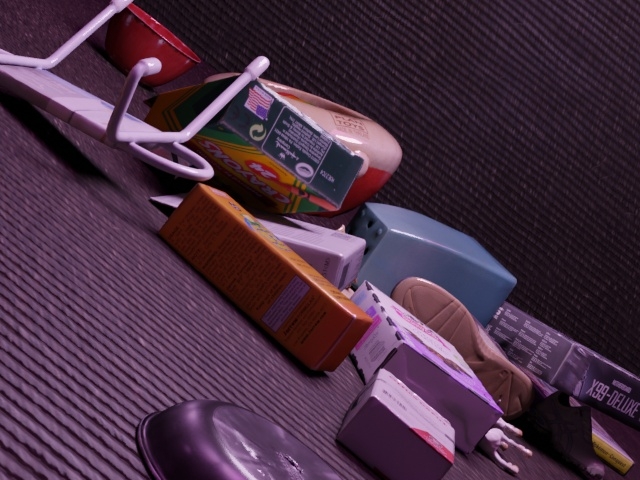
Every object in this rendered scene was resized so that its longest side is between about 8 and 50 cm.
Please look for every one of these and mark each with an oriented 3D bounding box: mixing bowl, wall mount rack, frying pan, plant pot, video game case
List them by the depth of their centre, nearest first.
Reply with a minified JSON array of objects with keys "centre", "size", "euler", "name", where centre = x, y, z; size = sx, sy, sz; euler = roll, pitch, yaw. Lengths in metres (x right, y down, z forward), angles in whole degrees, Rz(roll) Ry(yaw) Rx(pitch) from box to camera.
[{"centre":[0.017,0.208,0.878],"size":[0.326,0.053,0.197],"euler":[35,9,-9],"name":"frying pan"},{"centre":[-0.228,-0.197,1.457],"size":[0.350,0.130,0.304],"euler":[29,14,16],"name":"wall mount rack"},{"centre":[0.143,0.047,2.010],"size":[0.234,0.165,0.166],"euler":[28,12,-30],"name":"plant pot"},{"centre":[-0.310,-0.334,2.271],"size":[0.181,0.098,0.181],"euler":[38,8,-7],"name":"mixing bowl"},{"centre":[0.429,0.297,2.377],"size":[0.248,0.035,0.275],"euler":[35,9,-26],"name":"video game case"}]

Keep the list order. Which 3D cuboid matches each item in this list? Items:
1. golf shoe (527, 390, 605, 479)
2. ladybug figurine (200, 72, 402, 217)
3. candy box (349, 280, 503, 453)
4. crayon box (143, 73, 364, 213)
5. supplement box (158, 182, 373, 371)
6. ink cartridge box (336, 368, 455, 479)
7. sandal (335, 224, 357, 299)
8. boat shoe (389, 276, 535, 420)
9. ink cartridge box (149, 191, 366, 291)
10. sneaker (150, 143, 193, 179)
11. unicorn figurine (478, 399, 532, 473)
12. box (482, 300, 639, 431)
[{"centre":[0.401,0.300,2.035],"size":[0.069,0.086,0.176],"euler":[34,10,-42],"name":"golf shoe"},{"centre":[-0.045,-0.146,2.022],"size":[0.305,0.162,0.449],"euler":[14,10,-25],"name":"ladybug figurine"},{"centre":[0.114,0.150,1.570],"size":[0.165,0.070,0.196],"euler":[36,9,-21],"name":"candy box"},{"centre":[-0.112,-0.119,1.721],"size":[0.202,0.081,0.318],"euler":[35,-17,-25],"name":"crayon box"},{"centre":[-0.059,0.038,1.371],"size":[0.233,0.080,0.078],"euler":[38,6,17],"name":"supplement box"},{"centre":[0.074,0.184,1.233],"size":[0.099,0.056,0.135],"euler":[40,8,2],"name":"ink cartridge box"},{"centre":[-0.001,0.000,1.869],"size":[0.240,0.079,0.088],"euler":[40,8,4],"name":"sandal"},{"centre":[0.196,0.152,1.881],"size":[0.285,0.103,0.092],"euler":[41,1,-21],"name":"boat shoe"},{"centre":[-0.074,0.001,1.610],"size":[0.239,0.060,0.275],"euler":[15,5,6],"name":"ink cartridge box"},{"centre":[-0.214,-0.114,1.672],"size":[0.109,0.044,0.040],"euler":[24,-28,30],"name":"sneaker"},{"centre":[0.214,0.240,1.622],"size":[0.111,0.060,0.162],"euler":[37,-8,-17],"name":"unicorn figurine"},{"centre":[0.368,0.182,2.034],"size":[0.242,0.076,0.307],"euler":[28,2,-30],"name":"box"}]
